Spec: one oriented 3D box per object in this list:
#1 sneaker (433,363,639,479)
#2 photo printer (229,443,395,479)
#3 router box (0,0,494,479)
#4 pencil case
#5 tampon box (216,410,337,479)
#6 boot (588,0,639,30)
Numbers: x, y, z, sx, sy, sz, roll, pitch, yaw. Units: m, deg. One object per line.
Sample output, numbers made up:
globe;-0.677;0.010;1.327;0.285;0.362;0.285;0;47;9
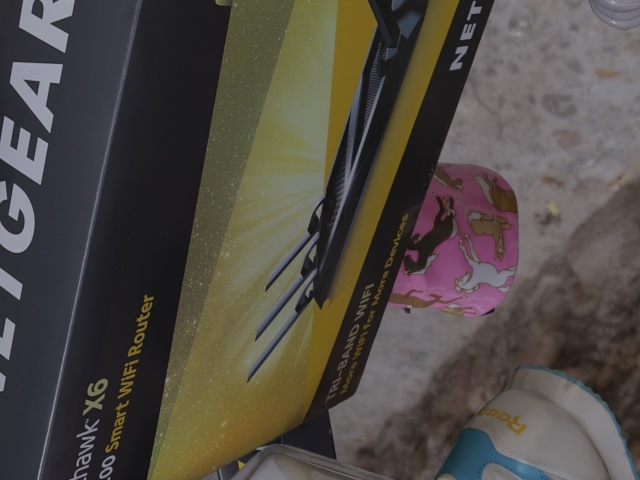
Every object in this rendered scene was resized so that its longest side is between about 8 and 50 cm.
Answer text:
sneaker;0.137;0.179;0.563;0.229;0.092;0.087;57;153;-11
photo printer;0.025;0.266;0.656;0.307;0.107;0.256;27;108;-38
router box;-0.037;-0.038;0.477;0.081;0.309;0.243;31;-152;27
pencil case;0.000;0.000;1.019;0.386;0.167;0.160;1;-160;-30
tampon box;-0.051;0.153;0.960;0.101;0.161;0.121;-12;112;-7
boot;0.226;-0.258;0.670;0.095;0.258;0.123;28;177;13
